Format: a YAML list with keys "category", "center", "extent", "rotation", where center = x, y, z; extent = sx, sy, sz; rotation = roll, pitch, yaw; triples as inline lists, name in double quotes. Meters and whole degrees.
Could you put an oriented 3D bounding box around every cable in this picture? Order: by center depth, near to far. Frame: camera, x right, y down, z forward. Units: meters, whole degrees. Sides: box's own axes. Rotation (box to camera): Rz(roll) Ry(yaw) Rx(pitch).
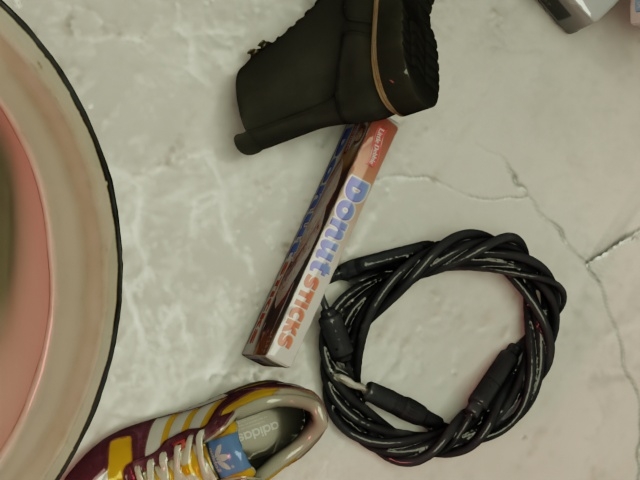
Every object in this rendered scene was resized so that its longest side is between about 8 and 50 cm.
- category: "cable"
  center: [0.090, 0.071, 1.193]
  extent: [0.184, 0.047, 0.150]
  rotation: [-13, 91, -17]

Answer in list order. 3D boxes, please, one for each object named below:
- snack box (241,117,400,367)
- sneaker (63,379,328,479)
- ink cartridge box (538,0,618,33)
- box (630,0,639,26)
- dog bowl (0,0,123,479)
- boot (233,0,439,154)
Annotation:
- category: "snack box"
  center: [0.000, 0.000, 1.162]
  extent: [0.022, 0.064, 0.178]
  rotation: [27, 80, -13]
- category: "sneaker"
  center: [-0.083, 0.140, 1.120]
  extent: [0.185, 0.084, 0.069]
  rotation: [-27, 95, -16]
- category: "ink cartridge box"
  center: [0.200, -0.292, 1.242]
  extent: [0.232, 0.066, 0.189]
  rotation: [-44, 99, -10]
- category: "box"
  center: [0.325, -0.189, 1.212]
  extent: [0.203, 0.114, 0.103]
  rotation: [7, 85, -35]
- category: "dog bowl"
  center: [-0.318, 0.016, 0.904]
  extent: [0.408, 0.150, 0.408]
  rotation: [-9, 110, -24]
- category: "boot"
  center: [0.004, -0.155, 1.171]
  extent: [0.077, 0.137, 0.198]
  rotation: [50, 33, -42]
